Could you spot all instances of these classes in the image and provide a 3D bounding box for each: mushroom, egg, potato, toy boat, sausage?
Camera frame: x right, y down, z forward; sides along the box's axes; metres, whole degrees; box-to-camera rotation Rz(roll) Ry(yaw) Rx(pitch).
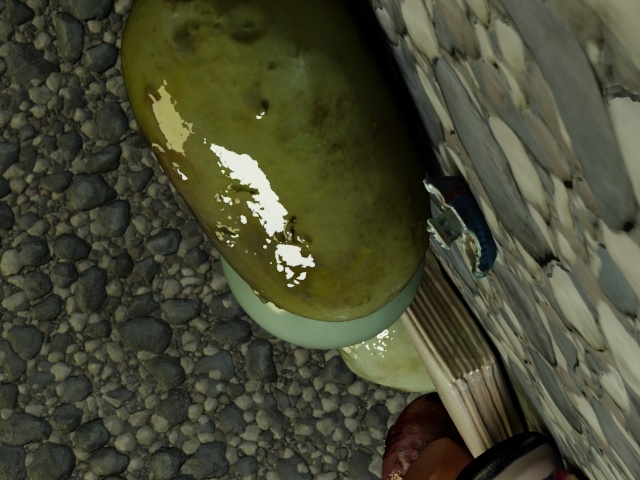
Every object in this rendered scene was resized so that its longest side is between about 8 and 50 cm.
[{"bbox_3d":[0.096,0.121,1.306,0.189,0.164,0.267,62,-179,41],"label":"mushroom"},{"bbox_3d":[0.000,0.000,0.937,0.203,0.203,0.282,60,-176,-21],"label":"egg"},{"bbox_3d":[-0.025,-0.075,0.668,0.307,0.173,0.210,63,177,-26],"label":"potato"},{"bbox_3d":[0.088,-0.009,0.616,0.083,0.038,0.038,59,-179,-27],"label":"toy boat"},{"bbox_3d":[0.235,0.375,1.250,0.259,0.113,0.113,36,-177,-6],"label":"sausage"}]

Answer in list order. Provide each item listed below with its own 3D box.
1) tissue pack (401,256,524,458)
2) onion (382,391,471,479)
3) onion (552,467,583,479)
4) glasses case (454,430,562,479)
[{"bbox_3d":[0.173,0.169,1.120,0.170,0.071,0.325,63,-178,39],"label":"tissue pack"},{"bbox_3d":[0.215,0.342,1.396,0.252,0.219,0.252,25,-132,-31],"label":"onion"},{"bbox_3d":[0.247,0.337,0.841,0.247,0.111,0.250,59,-179,40],"label":"onion"},{"bbox_3d":[0.206,0.277,1.024,0.075,0.122,0.314,55,177,26],"label":"glasses case"}]
